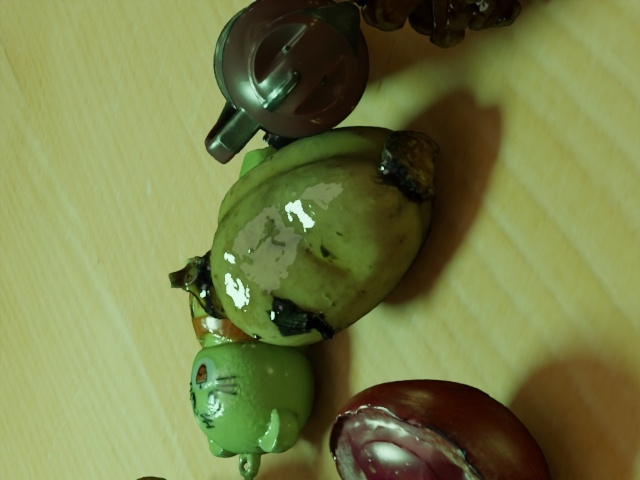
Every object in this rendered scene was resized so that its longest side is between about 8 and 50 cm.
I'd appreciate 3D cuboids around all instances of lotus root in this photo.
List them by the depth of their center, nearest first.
[{"bbox_3d":[0.000,0.000,1.420,0.257,0.140,0.154,-32,40,41],"label":"lotus root"}]

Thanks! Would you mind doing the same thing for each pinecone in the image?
[{"bbox_3d":[0.080,-0.227,1.291,0.195,0.150,0.179,56,135,41],"label":"pinecone"}]

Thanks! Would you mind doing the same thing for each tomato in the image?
[{"bbox_3d":[0.099,0.164,1.245,0.173,0.099,0.189,1,126,49],"label":"tomato"}]

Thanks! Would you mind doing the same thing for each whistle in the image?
[{"bbox_3d":[-0.058,0.062,1.556,0.131,0.106,0.288,-16,71,59],"label":"whistle"}]

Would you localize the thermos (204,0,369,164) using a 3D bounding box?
[{"bbox_3d":[-0.036,-0.131,1.390,0.330,0.136,0.109,-130,22,-82],"label":"thermos"}]

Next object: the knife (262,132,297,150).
[{"bbox_3d":[-0.015,-0.184,1.579,0.028,0.060,0.230,34,117,37],"label":"knife"}]

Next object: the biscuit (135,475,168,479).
[{"bbox_3d":[-0.172,0.402,1.585,0.365,0.062,0.385,95,-172,-78],"label":"biscuit"}]
